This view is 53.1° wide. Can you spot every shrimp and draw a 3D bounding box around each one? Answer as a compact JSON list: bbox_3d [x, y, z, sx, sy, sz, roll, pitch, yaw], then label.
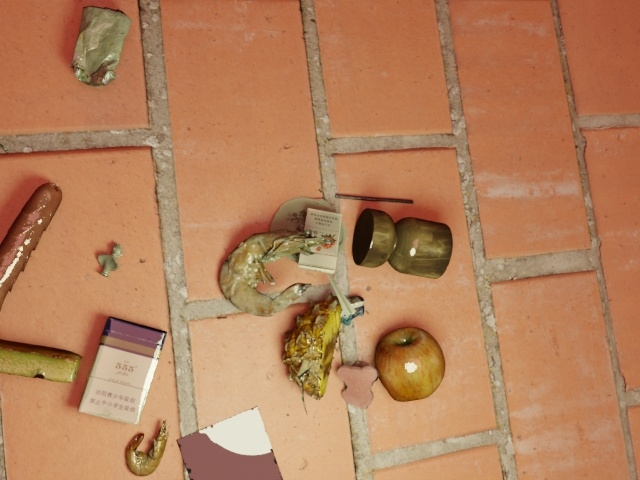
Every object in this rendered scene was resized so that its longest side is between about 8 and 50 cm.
[{"bbox_3d":[-0.124,0.080,1.817,0.360,0.085,0.247,-23,72,11],"label":"shrimp"},{"bbox_3d":[-0.469,0.558,1.741,0.095,0.045,0.163,19,81,8],"label":"shrimp"}]

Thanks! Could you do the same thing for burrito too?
[{"bbox_3d":[-0.627,-0.549,1.822,0.143,0.089,0.229,10,78,-1],"label":"burrito"}]

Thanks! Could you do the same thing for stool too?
[{"bbox_3d":[0.249,0.011,1.962,0.264,0.179,0.179,11,79,-16],"label":"stool"}]

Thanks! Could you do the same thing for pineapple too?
[{"bbox_3d":[-0.044,0.302,1.828,0.161,0.158,0.335,12,87,14],"label":"pineapple"}]

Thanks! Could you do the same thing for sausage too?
[{"bbox_3d":[-0.806,0.035,1.683,0.087,0.088,0.433,26,76,-12],"label":"sausage"}]

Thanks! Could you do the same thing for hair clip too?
[{"bbox_3d":[0.112,0.430,1.894,0.123,0.102,0.138,7,85,19],"label":"hair clip"}]

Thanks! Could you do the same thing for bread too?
[{"bbox_3d":[-0.798,0.293,1.619,0.361,0.138,0.077,13,81,-15],"label":"bread"}]

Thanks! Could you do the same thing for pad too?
[{"bbox_3d":[-0.231,0.688,1.807,0.247,0.007,0.368,-19,88,-18],"label":"pad"}]

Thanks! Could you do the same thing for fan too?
[{"bbox_3d":[-0.004,0.044,1.894,0.232,0.012,0.415,-18,66,-16],"label":"fan"}]

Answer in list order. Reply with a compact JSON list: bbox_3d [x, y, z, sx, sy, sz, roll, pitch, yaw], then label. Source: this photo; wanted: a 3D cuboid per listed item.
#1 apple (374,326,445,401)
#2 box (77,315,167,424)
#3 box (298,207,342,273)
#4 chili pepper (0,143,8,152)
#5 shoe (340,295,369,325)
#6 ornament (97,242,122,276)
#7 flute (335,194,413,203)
[{"bbox_3d":[0.264,0.365,1.904,0.211,0.211,0.188,-29,120,-19],"label":"apple"},{"bbox_3d":[-0.532,0.349,1.728,0.168,0.071,0.260,19,77,-14],"label":"box"},{"bbox_3d":[0.001,0.000,1.893,0.109,0.029,0.198,10,61,-2],"label":"box"},{"bbox_3d":[-0.985,-0.229,1.677,0.278,0.065,0.122,-29,100,-17],"label":"chili pepper"},{"bbox_3d":[0.076,0.226,1.944,0.142,0.064,0.071,-29,113,-13],"label":"shoe"},{"bbox_3d":[-0.581,0.055,1.771,0.092,0.041,0.068,-41,72,-7],"label":"ornament"},{"bbox_3d":[0.175,-0.132,2.046,0.269,0.014,0.014,3,81,-16],"label":"flute"}]
